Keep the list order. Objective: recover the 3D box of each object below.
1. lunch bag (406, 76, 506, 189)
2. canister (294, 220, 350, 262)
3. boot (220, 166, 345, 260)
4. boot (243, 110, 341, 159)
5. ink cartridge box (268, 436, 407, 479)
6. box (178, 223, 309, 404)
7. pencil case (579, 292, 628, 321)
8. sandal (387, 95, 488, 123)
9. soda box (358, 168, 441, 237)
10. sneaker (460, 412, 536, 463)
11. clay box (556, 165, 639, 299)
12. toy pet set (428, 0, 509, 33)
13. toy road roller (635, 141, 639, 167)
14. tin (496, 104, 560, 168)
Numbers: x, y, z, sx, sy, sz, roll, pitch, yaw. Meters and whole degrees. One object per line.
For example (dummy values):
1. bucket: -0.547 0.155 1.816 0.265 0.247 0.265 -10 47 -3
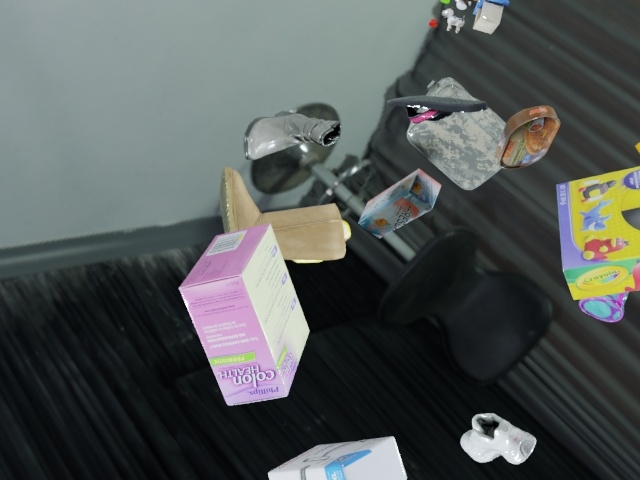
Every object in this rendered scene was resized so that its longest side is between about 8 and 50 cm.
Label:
1. lunch bag: 0.435 -0.339 2.212 0.212 0.305 0.256 -43 -166 38
2. canister: 0.000 0.000 2.161 0.170 0.126 0.073 -37 118 -51
3. boot: -0.090 -0.060 1.682 0.270 0.236 0.089 -6 178 -19
4. boot: -0.059 -0.244 1.676 0.246 0.161 0.083 -42 137 -53
5. ink cartridge box: 0.027 0.425 1.314 0.203 0.085 0.148 -21 174 43
6. box: -0.127 0.128 1.304 0.117 0.242 0.213 -13 -158 15
7. pencil case: 0.446 0.049 1.099 0.070 0.064 0.151 -22 -150 57
8. sandal: 0.173 -0.198 1.116 0.067 0.179 0.040 -21 116 -40
9. soda box: 0.151 -0.068 1.405 0.183 0.058 0.063 -33 -153 56
10. sneaker: 0.374 0.428 1.623 0.090 0.115 0.232 -49 -174 -27
11. clay box: 0.344 -0.022 0.690 0.222 0.127 0.053 -14 130 25
12. toy pet set: 0.255 -0.403 1.222 0.122 0.114 0.065 125 -20 -75
13. toy road roller: 0.685 -0.144 1.190 0.329 0.202 0.241 -36 170 37
14. tin: 0.422 -0.210 1.493 0.106 0.040 0.189 -15 155 -7
